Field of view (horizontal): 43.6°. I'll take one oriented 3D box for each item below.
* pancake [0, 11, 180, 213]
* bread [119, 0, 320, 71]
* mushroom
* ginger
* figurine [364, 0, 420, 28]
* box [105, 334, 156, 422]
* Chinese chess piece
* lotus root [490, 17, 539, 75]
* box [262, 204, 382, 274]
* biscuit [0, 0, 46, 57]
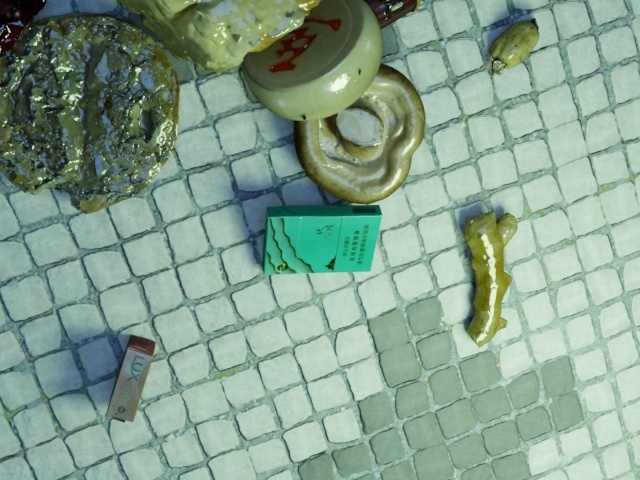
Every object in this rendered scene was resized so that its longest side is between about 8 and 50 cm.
[{"bbox_3d":[-0.456,-0.237,1.506,0.382,0.071,0.382,-2,99,-10],"label":"pancake"},{"bbox_3d":[-0.163,-0.501,1.353,0.371,0.390,0.279,-47,121,-7],"label":"bread"},{"bbox_3d":[0.078,-0.212,1.565,0.278,0.146,0.278,0,101,-1],"label":"mushroom"},{"bbox_3d":[0.353,0.084,1.711,0.118,0.065,0.298,2,101,-7],"label":"ginger"},{"bbox_3d":[0.123,-0.455,1.565,0.154,0.098,0.082,-32,107,-7],"label":"figurine"},{"bbox_3d":[-0.374,0.272,1.584,0.060,0.111,0.156,16,94,-12],"label":"box"},{"bbox_3d":[-0.016,-0.348,1.478,0.273,0.273,0.102,-42,145,-2],"label":"Chinese chess piece"},{"bbox_3d":[0.396,-0.398,1.641,0.072,0.063,0.152,40,87,-23],"label":"lotus root"},{"bbox_3d":[0.000,0.000,1.605,0.226,0.042,0.160,-1,132,-11],"label":"box"},{"bbox_3d":[-0.596,-0.381,1.431,0.235,0.151,0.063,-43,144,-3],"label":"biscuit"}]
